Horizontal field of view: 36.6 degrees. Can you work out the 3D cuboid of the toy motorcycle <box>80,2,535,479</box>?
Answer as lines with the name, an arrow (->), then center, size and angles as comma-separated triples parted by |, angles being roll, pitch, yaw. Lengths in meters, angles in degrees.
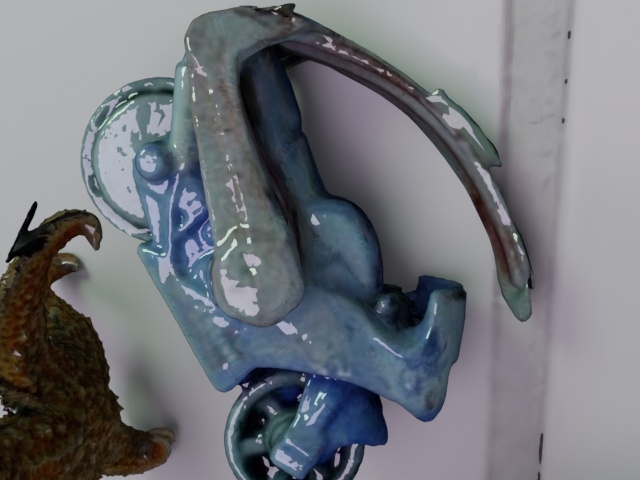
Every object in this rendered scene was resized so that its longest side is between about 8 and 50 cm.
toy motorcycle -> -0.003, 0.004, 0.629 | 0.241, 0.182, 0.319 | -24, 97, 27

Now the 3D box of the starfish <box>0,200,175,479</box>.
starfish -> -0.188, 0.109, 0.700 | 0.113, 0.312, 0.303 | -5, 123, 1
